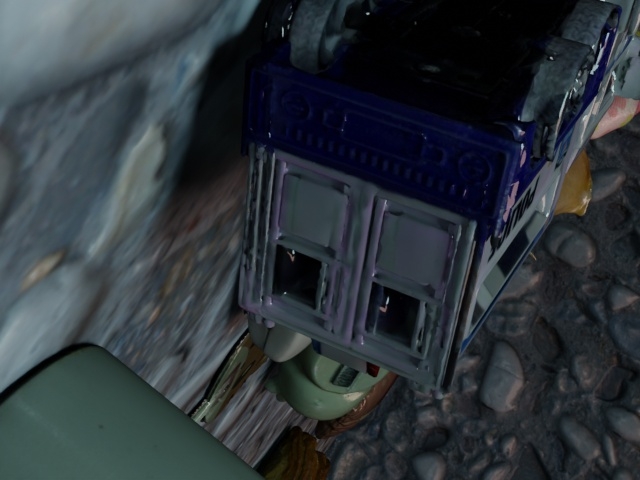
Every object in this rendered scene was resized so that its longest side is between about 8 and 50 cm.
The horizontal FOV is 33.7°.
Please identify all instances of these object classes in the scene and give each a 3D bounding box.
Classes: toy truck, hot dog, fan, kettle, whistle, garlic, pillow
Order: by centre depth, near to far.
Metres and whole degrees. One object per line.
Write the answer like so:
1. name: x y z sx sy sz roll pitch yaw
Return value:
1. kettle: -0.057 0.183 0.501 0.161 0.236 0.221 -54 170 -1
2. toy truck: 0.074 -0.063 0.503 0.268 0.124 0.155 -43 149 -50
3. fan: -0.078 0.116 0.849 0.227 0.008 0.152 -47 169 -39
4. whistle: 0.022 0.093 0.989 0.092 0.110 0.244 -89 -162 -44
5. garlic: 0.267 -0.076 1.365 0.145 0.164 0.245 -40 175 38
6. hot dog: -0.075 0.406 1.547 0.259 0.114 0.175 -50 169 -25
7. pillow: 0.079 0.206 1.672 0.223 0.084 0.236 -50 173 -25

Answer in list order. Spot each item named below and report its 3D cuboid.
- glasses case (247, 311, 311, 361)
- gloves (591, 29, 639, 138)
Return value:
1. glasses case: 0.000 0.000 0.660 0.092 0.059 0.233 -52 168 -30
2. gloves: 0.256 -0.183 1.100 0.241 0.126 0.145 7 116 -39
